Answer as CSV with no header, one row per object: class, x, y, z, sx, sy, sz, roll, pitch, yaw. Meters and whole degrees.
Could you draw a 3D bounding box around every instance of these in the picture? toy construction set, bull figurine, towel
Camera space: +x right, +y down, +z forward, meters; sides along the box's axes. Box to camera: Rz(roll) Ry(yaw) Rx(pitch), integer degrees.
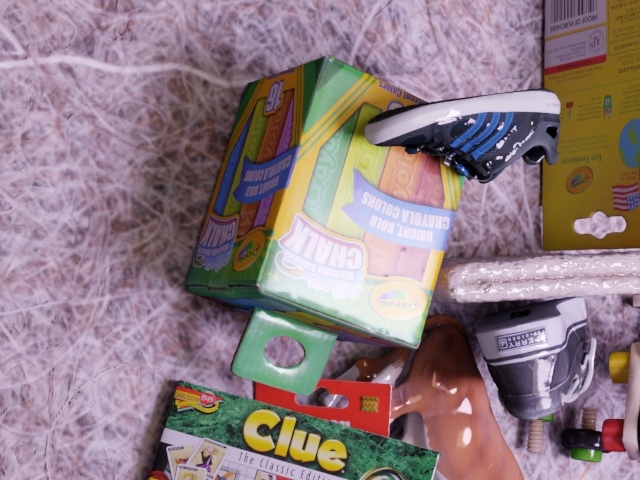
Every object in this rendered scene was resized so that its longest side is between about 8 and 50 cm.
toy construction set,0.421,0.132,1.331,0.257,0.309,0.237,16,76,-34
bull figurine,0.132,0.236,1.272,0.188,0.101,0.310,-24,94,-20
towel,0.215,0.035,1.260,0.282,0.187,0.049,-2,88,-21

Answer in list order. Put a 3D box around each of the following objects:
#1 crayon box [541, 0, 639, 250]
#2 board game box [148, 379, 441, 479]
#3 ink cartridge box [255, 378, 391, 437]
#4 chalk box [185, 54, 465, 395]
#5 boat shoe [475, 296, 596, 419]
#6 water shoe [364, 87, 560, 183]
crayon box,0.330,-0.146,1.335,0.081,0.202,0.318,3,88,-27
board game box,-0.029,0.228,1.150,0.260,0.030,0.136,13,77,10
ink cartridge box,-0.007,0.224,1.186,0.145,0.045,0.179,2,89,17
chalk box,0.000,0.000,1.169,0.180,0.179,0.289,20,79,-25
boat shoe,0.223,0.119,1.238,0.113,0.306,0.105,-13,89,9
water shoe,0.136,-0.089,1.101,0.203,0.073,0.080,-10,95,-26
